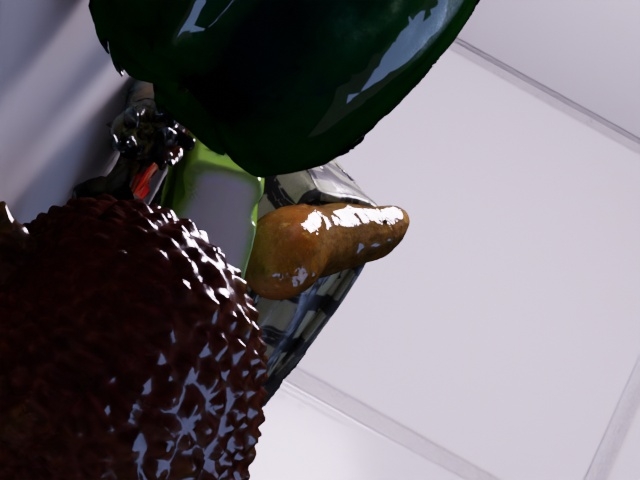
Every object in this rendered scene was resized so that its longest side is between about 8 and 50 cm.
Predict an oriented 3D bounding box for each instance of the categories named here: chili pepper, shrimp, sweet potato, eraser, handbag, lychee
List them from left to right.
[{"bbox_3d":[-0.173,0.102,1.272,0.276,0.304,0.276,-29,-165,9],"label":"lychee"},{"bbox_3d":[-0.172,-0.092,1.566,0.178,0.075,0.289,-59,-167,24],"label":"shrimp"},{"bbox_3d":[-0.108,-0.035,1.648,0.274,0.092,0.210,-90,-166,-63],"label":"eraser"},{"bbox_3d":[-0.096,0.010,2.045,0.327,0.162,0.325,-57,-144,15],"label":"handbag"},{"bbox_3d":[-0.031,-0.188,1.171,0.256,0.248,0.233,-51,-169,0],"label":"chili pepper"},{"bbox_3d":[-0.001,-0.001,1.796,0.292,0.097,0.097,-21,144,-58],"label":"sweet potato"}]

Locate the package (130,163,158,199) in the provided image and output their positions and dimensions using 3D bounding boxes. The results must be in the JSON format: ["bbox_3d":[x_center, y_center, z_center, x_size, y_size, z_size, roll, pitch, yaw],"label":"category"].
[{"bbox_3d":[-0.166,-0.125,1.851,0.200,0.022,0.083,-62,179,24],"label":"package"}]

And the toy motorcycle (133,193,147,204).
[{"bbox_3d":[-0.242,0.068,1.669,0.112,0.112,0.254,115,-1,-77],"label":"toy motorcycle"}]
